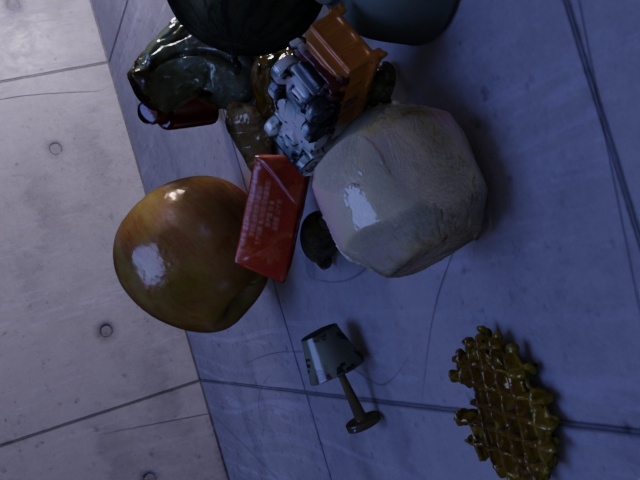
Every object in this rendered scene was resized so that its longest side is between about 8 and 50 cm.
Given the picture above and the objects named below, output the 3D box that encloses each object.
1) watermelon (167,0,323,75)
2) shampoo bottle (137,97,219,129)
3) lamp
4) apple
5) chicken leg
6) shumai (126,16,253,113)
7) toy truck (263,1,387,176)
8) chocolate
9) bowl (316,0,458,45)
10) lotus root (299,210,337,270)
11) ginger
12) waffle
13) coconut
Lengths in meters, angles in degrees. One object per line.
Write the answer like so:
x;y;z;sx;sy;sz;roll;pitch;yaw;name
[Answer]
-0.113;-0.446;1.328;0.279;0.279;0.359;174;104;-69;watermelon
-0.350;-0.325;2.100;0.064;0.260;0.102;-17;93;28;shampoo bottle
0.041;0.279;1.710;0.214;0.121;0.121;66;160;-4;lamp
-0.295;0.037;2.048;0.346;0.391;0.391;47;151;16;apple
-0.009;-0.232;1.435;0.361;0.140;0.211;37;150;48;chicken leg
-0.314;-0.419;1.911;0.309;0.263;0.304;10;116;67;shumai
0.002;-0.201;1.202;0.114;0.135;0.270;52;161;13;toy truck
-0.086;-0.051;1.613;0.237;0.108;0.234;-105;26;-85;chocolate
0.056;-0.396;1.144;0.289;0.146;0.289;49;147;47;bowl
-0.003;-0.001;1.677;0.165;0.088;0.088;92;155;-59;lotus root
-0.127;-0.174;1.876;0.131;0.086;0.294;-14;100;58;ginger
0.262;0.244;1.213;0.231;0.051;0.228;102;146;-49;waffle
0.102;-0.078;1.150;0.230;0.227;0.227;63;157;13;coconut
